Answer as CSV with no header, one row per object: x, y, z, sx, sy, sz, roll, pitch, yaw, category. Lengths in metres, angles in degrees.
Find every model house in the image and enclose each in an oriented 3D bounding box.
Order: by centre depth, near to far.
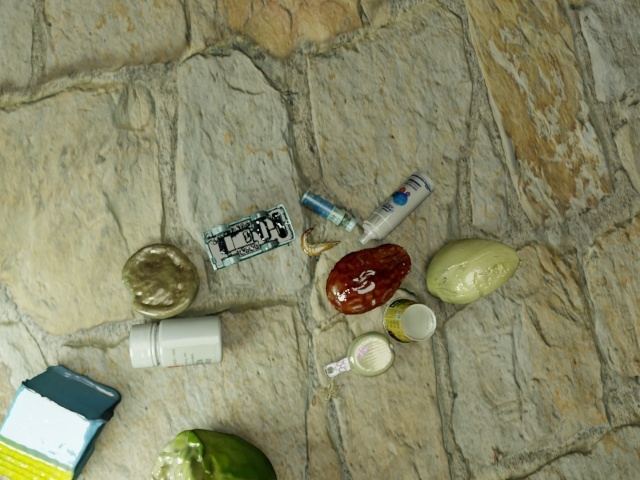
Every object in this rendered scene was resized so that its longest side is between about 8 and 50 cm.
-0.717,0.524,1.385,0.237,0.215,0.303,28,83,-7,model house

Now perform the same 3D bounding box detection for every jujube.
0.149,0.111,1.589,0.290,0.197,0.197,-30,89,-27,jujube

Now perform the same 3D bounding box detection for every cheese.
0.120,0.370,1.618,0.228,0.064,0.137,-19,84,-13,cheese

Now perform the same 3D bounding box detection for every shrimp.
0.000,0.000,1.659,0.127,0.025,0.090,-8,84,-8,shrimp

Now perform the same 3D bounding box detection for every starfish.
0.029,0.465,1.616,0.086,0.016,0.092,13,87,-10,starfish

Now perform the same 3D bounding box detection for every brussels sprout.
-0.278,0.688,1.402,0.371,0.315,0.275,37,107,30,brussels sprout

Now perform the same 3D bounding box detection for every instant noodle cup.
0.284,0.256,1.630,0.152,0.122,0.151,1,86,-10,instant noodle cup

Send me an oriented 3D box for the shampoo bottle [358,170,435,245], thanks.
0.236,-0.096,1.678,0.303,0.092,0.092,-43,92,-11,shampoo bottle

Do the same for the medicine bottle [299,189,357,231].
0.025,-0.095,1.661,0.191,0.051,0.051,30,80,-5,medicine bottle

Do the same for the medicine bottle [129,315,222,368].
-0.410,0.293,1.495,0.252,0.144,0.144,-2,84,-13,medicine bottle

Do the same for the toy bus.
-0.212,-0.009,1.561,0.256,0.147,0.128,-21,89,-7,toy bus

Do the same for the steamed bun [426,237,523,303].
0.473,0.077,1.630,0.273,0.232,0.166,-31,95,-13,steamed bun

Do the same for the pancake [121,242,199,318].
-0.470,0.114,1.523,0.223,0.042,0.236,-6,64,-8,pancake
